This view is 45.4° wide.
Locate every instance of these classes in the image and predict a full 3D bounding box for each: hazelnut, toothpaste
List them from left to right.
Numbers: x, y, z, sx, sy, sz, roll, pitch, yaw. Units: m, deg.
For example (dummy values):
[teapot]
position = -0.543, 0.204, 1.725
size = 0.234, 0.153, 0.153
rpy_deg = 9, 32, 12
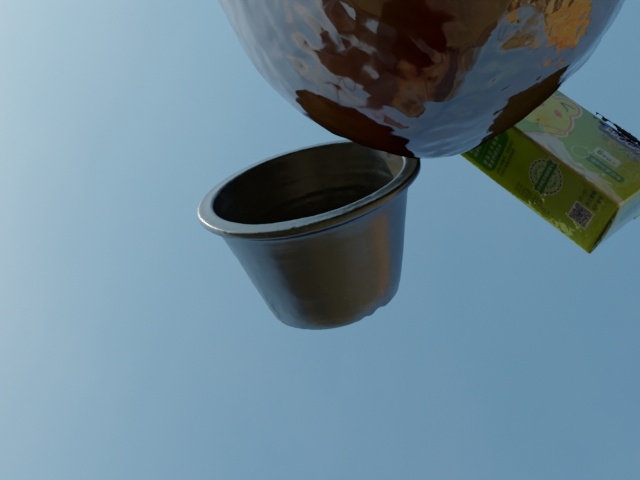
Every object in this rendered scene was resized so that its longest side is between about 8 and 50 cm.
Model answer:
[hazelnut]
position = 0.075, -0.281, 0.649
size = 0.421, 0.420, 0.352
rpy_deg = 16, -124, 6
[toothpaste]
position = 0.213, -0.127, 0.841
size = 0.110, 0.077, 0.327
rpy_deg = -31, -119, -32

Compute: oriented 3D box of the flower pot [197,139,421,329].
[flower pot]
position = 0.000, 0.000, 0.814
size = 0.235, 0.235, 0.148
rpy_deg = -11, -66, 7
